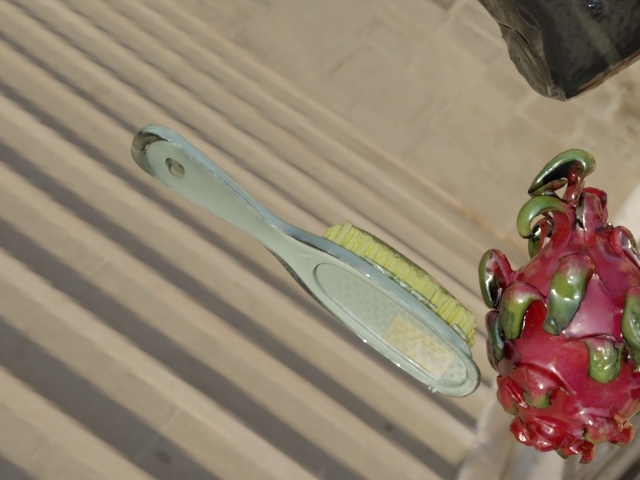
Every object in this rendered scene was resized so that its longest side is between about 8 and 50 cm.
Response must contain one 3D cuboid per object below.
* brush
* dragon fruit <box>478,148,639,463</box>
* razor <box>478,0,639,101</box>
[{"bbox_3d":[0.000,0.000,1.033,0.297,0.068,0.060,36,54,2],"label":"brush"},{"bbox_3d":[0.243,0.073,1.438,0.218,0.198,0.272,19,46,-34],"label":"dragon fruit"},{"bbox_3d":[0.326,-0.292,1.458,0.204,0.349,0.113,59,3,-20],"label":"razor"}]
